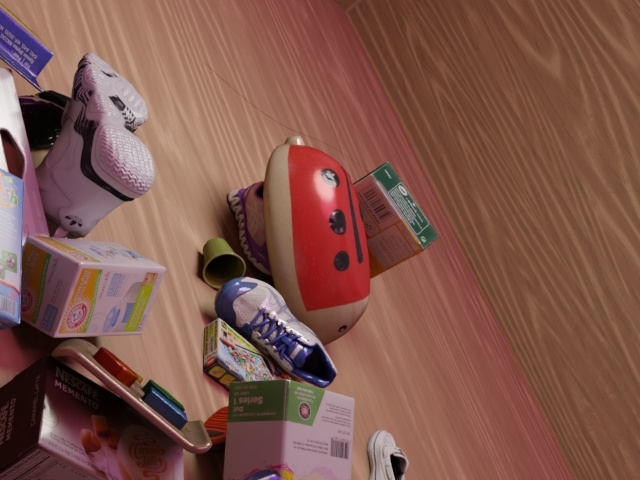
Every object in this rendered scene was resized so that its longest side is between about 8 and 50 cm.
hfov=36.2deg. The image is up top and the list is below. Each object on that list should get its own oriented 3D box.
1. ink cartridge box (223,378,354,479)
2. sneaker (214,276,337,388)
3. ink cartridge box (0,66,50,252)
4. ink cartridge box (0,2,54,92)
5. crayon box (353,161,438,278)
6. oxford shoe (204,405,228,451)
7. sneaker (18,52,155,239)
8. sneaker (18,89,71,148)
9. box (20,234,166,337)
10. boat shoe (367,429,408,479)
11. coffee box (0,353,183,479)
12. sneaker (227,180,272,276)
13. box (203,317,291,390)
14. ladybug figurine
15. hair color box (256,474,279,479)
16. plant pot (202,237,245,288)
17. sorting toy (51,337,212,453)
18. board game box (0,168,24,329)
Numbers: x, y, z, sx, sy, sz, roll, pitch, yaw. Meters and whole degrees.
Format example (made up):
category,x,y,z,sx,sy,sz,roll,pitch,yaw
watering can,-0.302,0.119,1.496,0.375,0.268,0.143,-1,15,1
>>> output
category,x,y,z,sx,sy,sz,roll,pitch,yaw
ink cartridge box,-0.048,0.367,1.501,0.201,0.117,0.278,27,61,-53
sneaker,-0.071,0.174,1.837,0.296,0.112,0.131,40,-4,-36
ink cartridge box,-0.500,-0.111,1.312,0.261,0.066,0.296,6,66,-64
ink cartridge box,-0.554,-0.380,1.505,0.303,0.072,0.307,43,-5,-36
crayon box,0.085,-0.016,2.232,0.203,0.323,0.083,56,42,-4
oxford shoe,-0.100,0.319,1.638,0.271,0.097,0.098,-11,101,-54
sneaker,-0.381,-0.142,1.529,0.137,0.210,0.366,41,17,-38
sneaker,-0.466,-0.209,1.649,0.097,0.084,0.235,36,12,20
box,-0.333,0.067,1.395,0.103,0.114,0.203,25,6,25
boat shoe,0.147,0.464,2.013,0.083,0.076,0.226,49,21,-21
coffee box,-0.292,0.273,1.246,0.246,0.098,0.141,42,24,-36
sneaker,-0.120,-0.035,2.113,0.095,0.104,0.236,30,34,-54
box,-0.128,0.242,1.768,0.207,0.036,0.114,44,24,-32
ladybug figurine,0.000,0.000,2.057,0.305,0.162,0.449,-35,116,-68
hair color box,-0.190,0.368,0.982,0.110,0.339,0.185,62,21,14
plant pot,-0.194,0.036,1.885,0.083,0.083,0.079,41,13,-37
sorting toy,-0.251,0.195,1.340,0.229,0.041,0.307,37,-8,-7
board game box,-0.443,-0.011,1.225,0.160,0.039,0.211,35,42,-53
